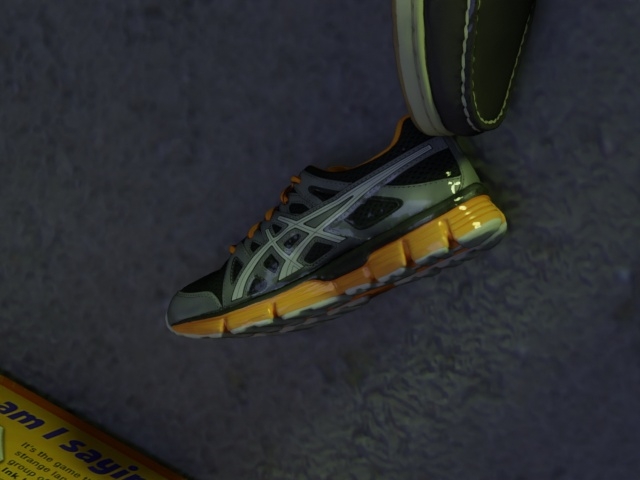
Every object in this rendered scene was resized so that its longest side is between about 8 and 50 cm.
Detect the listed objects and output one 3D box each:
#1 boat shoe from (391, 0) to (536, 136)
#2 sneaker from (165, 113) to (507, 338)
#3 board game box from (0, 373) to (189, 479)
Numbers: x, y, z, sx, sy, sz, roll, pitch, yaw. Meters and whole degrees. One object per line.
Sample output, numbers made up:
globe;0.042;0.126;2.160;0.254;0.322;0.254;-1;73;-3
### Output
boat shoe;0.102;-0.184;0.665;0.092;0.103;0.285;15;103;25
sneaker;0.000;0.000;0.777;0.215;0.084;0.083;-24;80;24
board game box;-0.286;0.310;0.823;0.357;0.356;0.356;26;113;15
